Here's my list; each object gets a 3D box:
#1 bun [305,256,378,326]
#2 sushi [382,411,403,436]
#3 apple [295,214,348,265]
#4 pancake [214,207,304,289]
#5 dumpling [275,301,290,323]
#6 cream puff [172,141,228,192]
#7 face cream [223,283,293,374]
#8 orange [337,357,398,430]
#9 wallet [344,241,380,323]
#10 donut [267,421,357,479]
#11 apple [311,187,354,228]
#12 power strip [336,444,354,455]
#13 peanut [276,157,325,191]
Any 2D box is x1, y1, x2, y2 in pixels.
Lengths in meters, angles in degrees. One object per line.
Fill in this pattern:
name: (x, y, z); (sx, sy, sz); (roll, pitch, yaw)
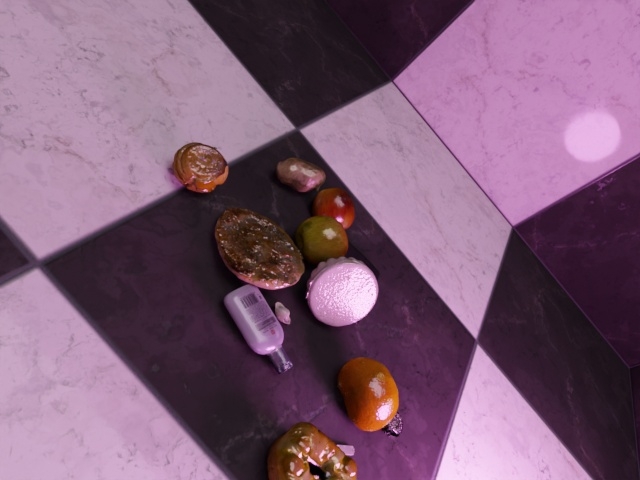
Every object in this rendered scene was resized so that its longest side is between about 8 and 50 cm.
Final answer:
bun: (0.062, 0.160, 1.702); (0.263, 0.263, 0.175); (32, 11, -23)
sushi: (0.242, 0.631, 1.625); (0.083, 0.056, 0.084); (38, 39, -28)
apple: (0.000, 0.000, 1.770); (0.196, 0.196, 0.196); (26, 45, -29)
pancake: (-0.203, 0.029, 1.610); (0.356, 0.065, 0.356); (23, 34, -17)
dumpling: (-0.124, 0.242, 1.576); (0.077, 0.043, 0.059); (36, 22, 5)
cream puff: (-0.409, -0.245, 1.602); (0.189, 0.129, 0.189); (17, 57, -27)
face cream: (-0.182, 0.276, 1.465); (0.291, 0.071, 0.144); (56, 35, 7)
orange: (0.165, 0.499, 1.554); (0.179, 0.158, 0.237); (-10, 71, -24)
wallet: (0.115, 0.149, 1.883); (0.247, 0.041, 0.323); (45, 40, -11)
donut: (-0.029, 0.638, 1.291); (0.261, 0.128, 0.208); (45, 40, -9)
apple: (0.059, -0.129, 1.971); (0.195, 0.160, 0.173); (-4, 85, -39)
power strip: (0.072, 0.651, 1.467); (0.083, 0.017, 0.027); (22, 46, -32)
peanut: (-0.085, -0.267, 1.944); (0.224, 0.129, 0.129); (14, 52, -27)
